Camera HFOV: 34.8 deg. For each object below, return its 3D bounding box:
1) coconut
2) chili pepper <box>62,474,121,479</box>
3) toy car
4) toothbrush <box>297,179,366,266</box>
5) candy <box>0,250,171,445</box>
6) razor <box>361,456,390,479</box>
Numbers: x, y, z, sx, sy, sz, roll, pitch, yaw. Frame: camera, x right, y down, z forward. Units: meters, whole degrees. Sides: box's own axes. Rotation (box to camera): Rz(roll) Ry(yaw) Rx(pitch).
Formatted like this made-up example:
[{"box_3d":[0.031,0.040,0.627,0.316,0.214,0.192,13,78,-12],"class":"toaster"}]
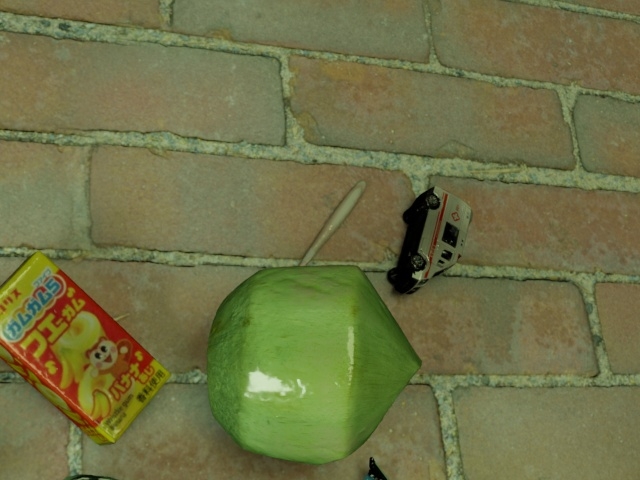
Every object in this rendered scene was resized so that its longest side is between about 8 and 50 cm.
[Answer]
[{"box_3d":[-0.007,0.183,1.561,0.329,0.281,0.328,-2,41,2],"class":"coconut"},{"box_3d":[-0.275,0.446,1.428,0.385,0.167,0.213,0,55,-9],"class":"chili pepper"},{"box_3d":[0.198,0.012,1.815,0.108,0.089,0.209,27,60,-16],"class":"toy car"},{"box_3d":[0.000,0.000,1.779,0.025,0.029,0.307,39,59,-4],"class":"toothbrush"},{"box_3d":[-0.369,0.161,1.507,0.276,0.088,0.146,47,61,-12],"class":"candy"},{"box_3d":[0.035,0.467,1.605,0.253,0.042,0.082,-61,139,-26],"class":"razor"}]
